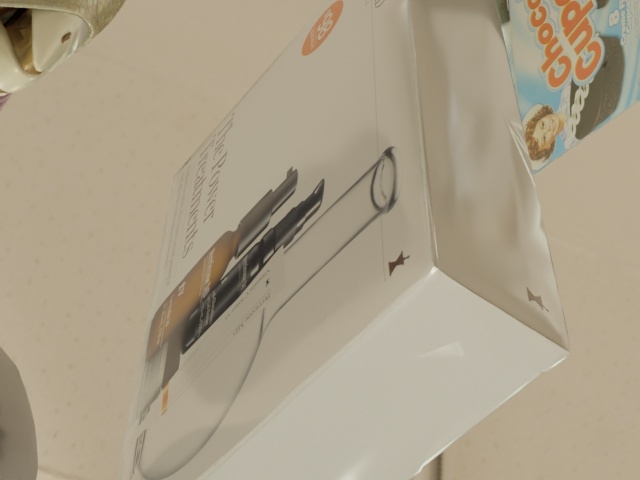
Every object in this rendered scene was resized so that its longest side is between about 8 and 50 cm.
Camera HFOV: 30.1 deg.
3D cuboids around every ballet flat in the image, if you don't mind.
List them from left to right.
[{"bbox_3d":[-0.129,-0.074,0.427,0.168,0.057,0.052,-10,-103,-55],"label":"ballet flat"}]

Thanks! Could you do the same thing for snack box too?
[{"bbox_3d":[0.191,-0.233,0.992,0.187,0.322,0.060,-33,-144,-33],"label":"snack box"}]

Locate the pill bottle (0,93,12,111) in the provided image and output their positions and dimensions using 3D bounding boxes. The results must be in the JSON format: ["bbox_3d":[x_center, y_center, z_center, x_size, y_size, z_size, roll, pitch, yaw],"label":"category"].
[{"bbox_3d":[-0.319,-0.162,0.952,0.169,0.301,0.169,31,-150,-21],"label":"pill bottle"}]

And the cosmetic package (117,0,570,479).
[{"bbox_3d":[0.000,0.000,0.746,0.097,0.284,0.377,33,-148,-23],"label":"cosmetic package"}]

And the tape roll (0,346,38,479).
[{"bbox_3d":[-0.287,0.134,0.722,0.219,0.072,0.219,-2,-107,6],"label":"tape roll"}]
